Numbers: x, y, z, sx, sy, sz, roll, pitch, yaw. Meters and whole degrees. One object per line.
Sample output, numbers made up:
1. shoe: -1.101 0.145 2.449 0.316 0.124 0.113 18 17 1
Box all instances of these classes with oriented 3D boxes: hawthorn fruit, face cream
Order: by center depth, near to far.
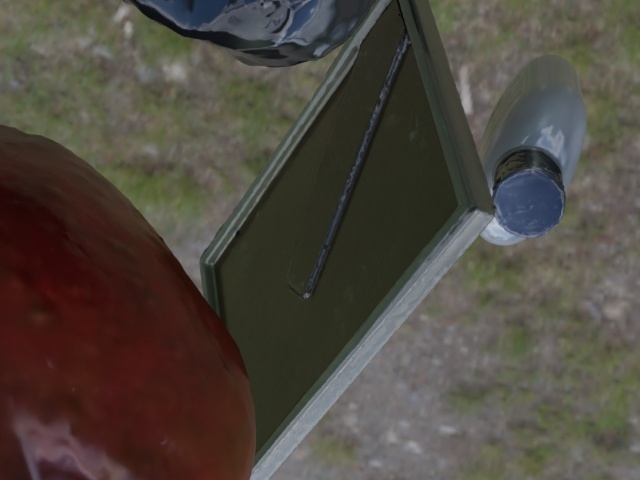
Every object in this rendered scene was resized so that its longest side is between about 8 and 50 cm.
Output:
1. hawthorn fruit: -0.155 0.083 0.628 0.307 0.265 0.265 24 154 48
2. face cream: 0.168 -0.067 1.176 0.071 0.291 0.144 24 106 1

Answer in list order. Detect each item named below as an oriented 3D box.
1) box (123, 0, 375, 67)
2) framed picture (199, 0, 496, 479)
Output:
1. box: -0.046 -0.287 0.611 0.359 0.350 0.091 38 -170 29
2. framed picture: 0.000 0.000 0.978 0.024 0.232 0.315 15 132 -26
